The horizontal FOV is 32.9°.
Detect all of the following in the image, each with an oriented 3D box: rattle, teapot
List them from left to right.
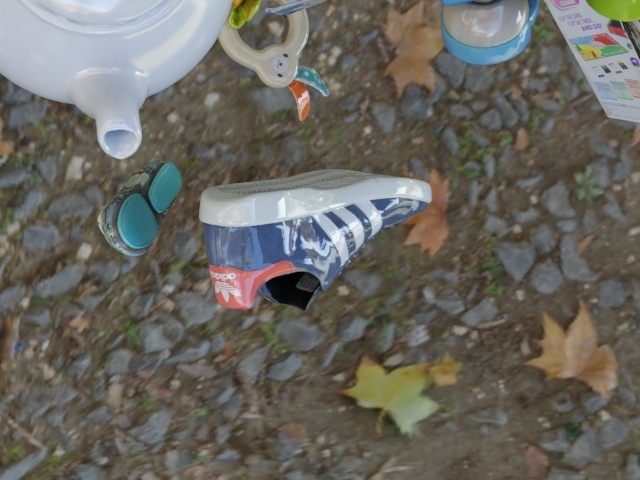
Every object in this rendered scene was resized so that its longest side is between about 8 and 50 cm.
[{"bbox_3d":[-0.173,-0.231,0.828,0.256,0.187,0.252,40,81,-10],"label":"teapot"},{"bbox_3d":[-0.048,-0.263,1.416,0.130,0.143,0.199,-25,90,-30],"label":"rattle"}]

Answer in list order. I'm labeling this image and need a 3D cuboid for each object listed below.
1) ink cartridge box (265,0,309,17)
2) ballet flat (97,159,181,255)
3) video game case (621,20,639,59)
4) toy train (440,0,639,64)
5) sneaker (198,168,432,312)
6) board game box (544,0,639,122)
[{"bbox_3d":[0.052,-0.288,1.144,0.224,0.223,0.045,-15,100,4],"label":"ink cartridge box"},{"bbox_3d":[-0.205,-0.028,1.176,0.070,0.188,0.070,5,114,11],"label":"ballet flat"},{"bbox_3d":[0.353,-0.203,1.127,0.042,0.210,0.232,-28,125,16],"label":"video game case"},{"bbox_3d":[0.173,-0.174,0.568,0.248,0.143,0.105,-11,59,4],"label":"toy train"},{"bbox_3d":[0.000,0.000,1.259,0.350,0.131,0.148,-10,104,-44],"label":"sneaker"},{"bbox_3d":[0.470,-0.314,1.651,0.064,0.242,0.316,-41,116,-11],"label":"board game box"}]
